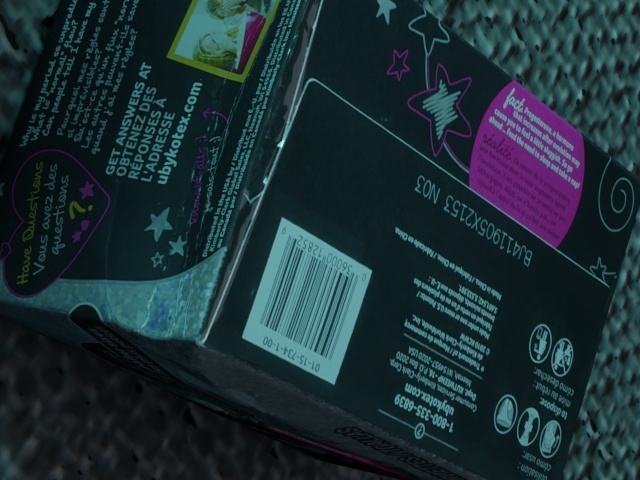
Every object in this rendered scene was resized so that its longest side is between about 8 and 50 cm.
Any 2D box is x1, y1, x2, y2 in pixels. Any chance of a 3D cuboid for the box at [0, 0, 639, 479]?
[{"bbox_3d":[0.000,0.000,0.781,0.247,0.142,0.163,30,74,-47],"label":"box"}]
